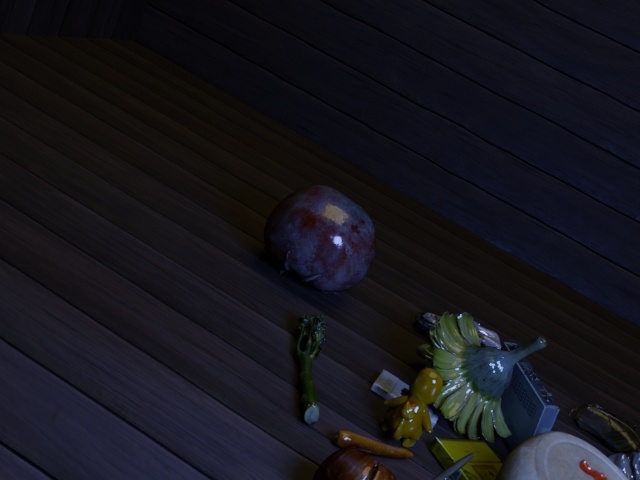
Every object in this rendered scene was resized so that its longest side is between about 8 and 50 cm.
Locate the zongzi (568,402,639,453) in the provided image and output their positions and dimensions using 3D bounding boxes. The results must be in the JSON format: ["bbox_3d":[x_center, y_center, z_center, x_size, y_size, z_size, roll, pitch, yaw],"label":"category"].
[{"bbox_3d":[0.774,0.524,2.056,0.187,0.084,0.184,26,19,6],"label":"zongzi"}]

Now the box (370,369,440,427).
[{"bbox_3d":[0.203,0.371,1.791,0.166,0.024,0.090,32,20,10],"label":"box"}]

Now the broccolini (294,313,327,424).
[{"bbox_3d":[-0.011,0.268,1.695,0.078,0.074,0.392,16,20,-11],"label":"broccolini"}]

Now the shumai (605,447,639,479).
[{"bbox_3d":[0.722,0.549,1.670,0.218,0.186,0.184,-2,11,24],"label":"shumai"}]

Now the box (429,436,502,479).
[{"bbox_3d":[0.359,0.523,1.591,0.153,0.041,0.279,12,25,-35],"label":"box"}]

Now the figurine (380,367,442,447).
[{"bbox_3d":[0.195,0.348,1.606,0.121,0.176,0.122,31,3,16],"label":"figurine"}]

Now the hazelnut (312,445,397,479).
[{"bbox_3d":[0.056,0.432,1.311,0.154,0.143,0.143,25,14,39],"label":"hazelnut"}]

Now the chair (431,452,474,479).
[{"bbox_3d":[0.217,0.495,1.274,0.166,0.188,0.272,39,19,32],"label":"chair"}]

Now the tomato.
[{"bbox_3d":[0.000,0.000,2.101,0.316,0.283,0.317,34,-1,1],"label":"tomato"}]

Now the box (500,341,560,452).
[{"bbox_3d":[0.477,0.390,1.835,0.045,0.211,0.270,8,23,-13],"label":"box"}]

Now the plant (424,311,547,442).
[{"bbox_3d":[0.390,0.294,1.822,0.306,0.297,0.261,48,8,-3],"label":"plant"}]

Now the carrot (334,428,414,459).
[{"bbox_3d":[0.110,0.420,1.543,0.190,0.037,0.037,23,20,-23],"label":"carrot"}]

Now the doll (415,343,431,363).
[{"bbox_3d":[0.337,0.338,1.975,0.214,0.072,0.103,35,14,5],"label":"doll"}]

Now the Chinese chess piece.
[{"bbox_3d":[0.493,0.536,1.475,0.338,0.140,0.338,26,34,-19],"label":"Chinese chess piece"}]

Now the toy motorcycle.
[{"bbox_3d":[0.426,0.295,2.144,0.222,0.108,0.340,8,20,-30],"label":"toy motorcycle"}]
